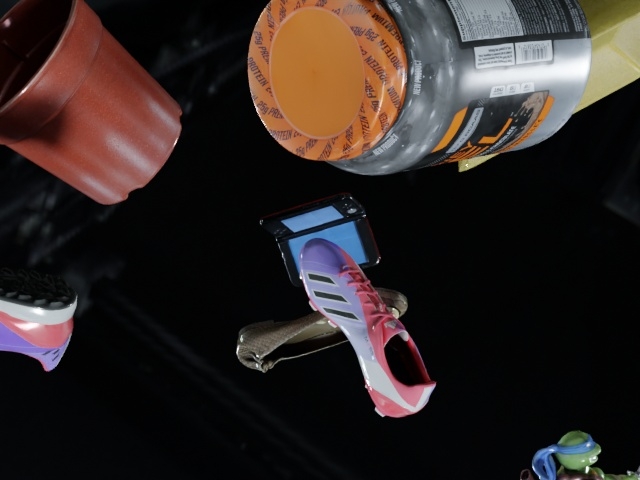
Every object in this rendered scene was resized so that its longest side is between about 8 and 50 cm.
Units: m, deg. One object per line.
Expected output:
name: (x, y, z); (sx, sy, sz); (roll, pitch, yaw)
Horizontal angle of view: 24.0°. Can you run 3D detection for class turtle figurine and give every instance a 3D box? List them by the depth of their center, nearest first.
turtle figurine: (0.399, 0.368, 1.914); (0.274, 0.266, 0.198); (-9, -164, -24)

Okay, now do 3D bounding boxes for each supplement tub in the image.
supplement tub: (0.100, -0.175, 1.465); (0.338, 0.207, 0.207); (-13, -130, -49)

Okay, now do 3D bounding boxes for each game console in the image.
game console: (0.000, 0.000, 2.224); (0.124, 0.144, 0.085); (40, -144, -66)

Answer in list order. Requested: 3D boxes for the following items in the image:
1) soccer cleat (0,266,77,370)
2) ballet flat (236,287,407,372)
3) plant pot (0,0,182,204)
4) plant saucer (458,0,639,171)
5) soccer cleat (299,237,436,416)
soccer cleat: (-0.466, 0.081, 1.875); (0.318, 0.116, 0.109); (12, -154, -1)
ballet flat: (0.000, 0.121, 1.962); (0.084, 0.250, 0.058); (51, -149, -43)
plant pot: (-0.369, -0.208, 2.285); (0.265, 0.272, 0.272); (40, -154, -34)
plant saucer: (0.330, -0.248, 2.059); (0.333, 0.333, 0.081); (-28, -102, -9)
soccer cleat: (0.058, 0.094, 1.794); (0.083, 0.095, 0.248); (-17, -108, -34)
